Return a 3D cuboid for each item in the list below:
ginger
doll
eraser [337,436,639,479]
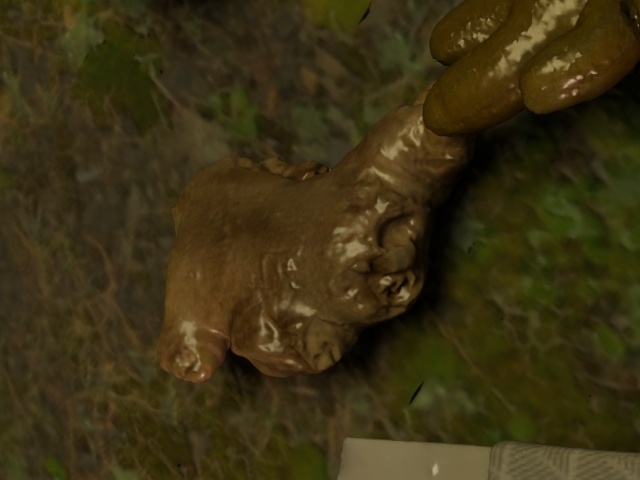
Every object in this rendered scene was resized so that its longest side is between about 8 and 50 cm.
[{"bbox_3d":[-0.001,0.005,0.915,0.213,0.074,0.137,-18,66,29],"label":"ginger"},{"bbox_3d":[0.143,-0.103,0.815,0.209,0.097,0.137,-19,32,38],"label":"doll"},{"bbox_3d":[0.187,0.138,0.694,0.404,0.098,0.096,-1,76,40],"label":"eraser"}]
